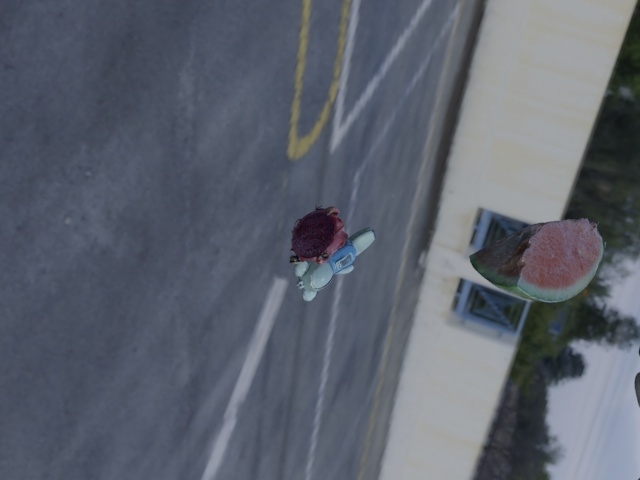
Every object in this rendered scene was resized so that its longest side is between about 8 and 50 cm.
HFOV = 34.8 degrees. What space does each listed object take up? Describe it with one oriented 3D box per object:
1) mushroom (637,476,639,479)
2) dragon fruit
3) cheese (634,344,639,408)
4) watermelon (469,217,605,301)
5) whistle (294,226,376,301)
[{"bbox_3d":[0.652,0.387,1.586,0.336,0.314,0.314,-22,-143,57],"label":"mushroom"},{"bbox_3d":[0.004,-0.004,1.986,0.068,0.112,0.126,36,63,-51],"label":"dragon fruit"},{"bbox_3d":[0.541,0.202,1.292,0.332,0.292,0.153,-28,180,-45],"label":"cheese"},{"bbox_3d":[0.351,0.040,1.684,0.231,0.146,0.128,-4,85,-36],"label":"watermelon"},{"bbox_3d":[0.032,0.041,2.344,0.235,0.077,0.114,-36,126,-25],"label":"whistle"}]
